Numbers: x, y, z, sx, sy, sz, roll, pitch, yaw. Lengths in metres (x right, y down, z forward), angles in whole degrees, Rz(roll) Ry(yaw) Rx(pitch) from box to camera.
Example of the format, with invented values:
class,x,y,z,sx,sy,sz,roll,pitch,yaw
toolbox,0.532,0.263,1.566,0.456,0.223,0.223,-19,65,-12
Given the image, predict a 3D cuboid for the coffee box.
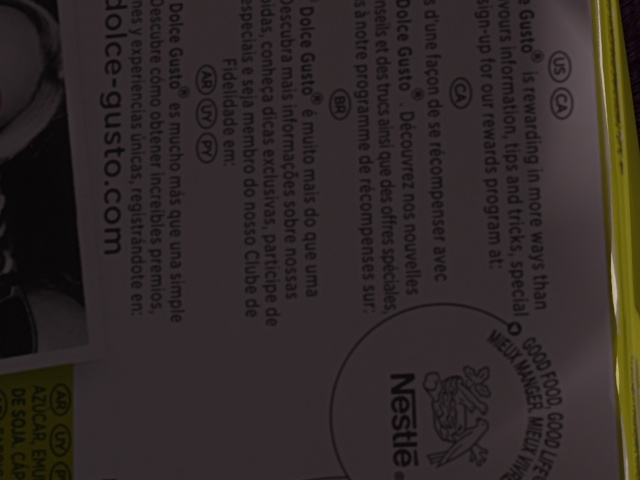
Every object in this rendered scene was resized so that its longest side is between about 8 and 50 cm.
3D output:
class,x,y,z,sx,sy,sz,roll,pitch,yaw
coffee box,-0.031,0.083,0.664,0.337,0.334,0.338,42,45,-73
